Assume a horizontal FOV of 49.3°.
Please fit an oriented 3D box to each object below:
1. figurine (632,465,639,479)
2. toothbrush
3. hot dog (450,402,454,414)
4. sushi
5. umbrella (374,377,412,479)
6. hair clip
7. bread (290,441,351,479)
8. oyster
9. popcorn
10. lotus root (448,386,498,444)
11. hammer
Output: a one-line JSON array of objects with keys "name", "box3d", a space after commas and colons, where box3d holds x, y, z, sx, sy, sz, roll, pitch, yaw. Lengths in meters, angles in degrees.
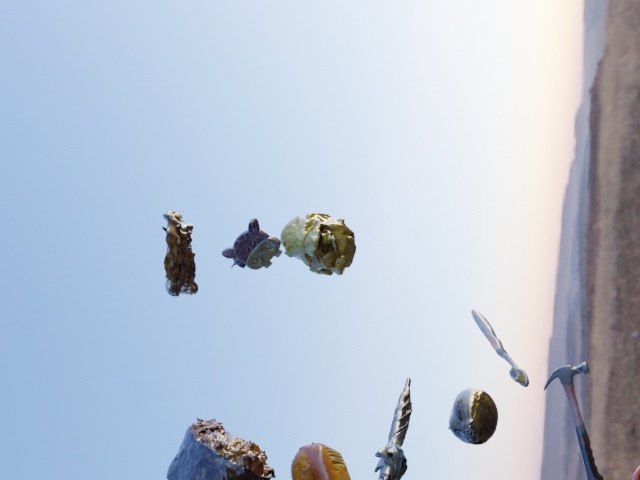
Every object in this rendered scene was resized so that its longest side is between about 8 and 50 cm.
[{"name": "figurine", "box3d": [0.588, 0.541, 1.186, 0.411, 0.241, 0.306, 10, -134, -44]}, {"name": "toothbrush", "box3d": [0.412, 0.242, 1.633, 0.028, 0.037, 0.375, -62, 12, 14]}, {"name": "hot dog", "box3d": [0.476, 0.582, 2.274, 0.169, 0.078, 0.061, 60, -154, -13]}, {"name": "sushi", "box3d": [-0.226, 0.557, 1.665, 0.234, 0.348, 0.208, 29, -99, -26]}, {"name": "umbrella", "box3d": [0.088, 0.226, 0.817, 0.044, 0.044, 0.269, 51, -157, -11]}, {"name": "hair clip", "box3d": [-0.201, 0.031, 2.067, 0.146, 0.187, 0.056, 33, -143, -23]}, {"name": "bread", "box3d": [0.001, 0.599, 1.716, 0.114, 0.132, 0.191, 35, -151, -49]}, {"name": "oyster", "box3d": [-0.348, 0.032, 1.706, 0.223, 0.083, 0.214, 153, 111, -83]}, {"name": "popcorn", "box3d": [0.000, 0.000, 2.138, 0.192, 0.233, 0.266, -58, 7, -3]}, {"name": "lotus root", "box3d": [0.359, 0.411, 1.625, 0.209, 0.120, 0.120, -36, -53, -74]}, {"name": "hammer", "box3d": [0.600, 0.430, 1.611, 0.033, 0.111, 0.288, -9, -97, -63]}]
